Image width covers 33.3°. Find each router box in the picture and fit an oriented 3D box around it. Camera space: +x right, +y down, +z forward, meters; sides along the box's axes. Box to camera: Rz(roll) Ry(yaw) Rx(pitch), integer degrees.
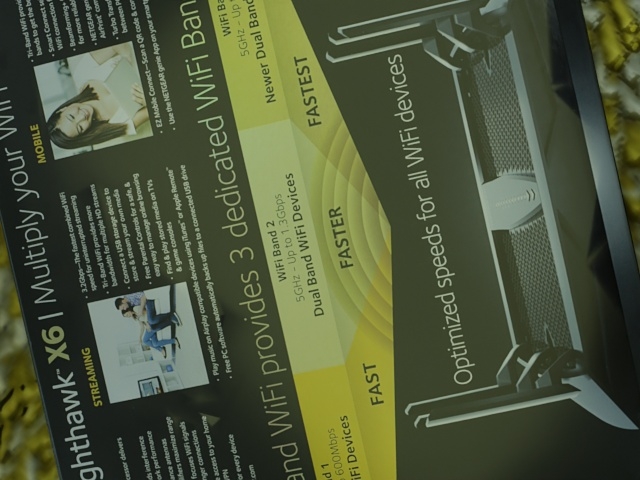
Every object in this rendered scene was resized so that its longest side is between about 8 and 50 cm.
[{"bbox_3d":[0.000,0.000,0.449,0.243,0.081,0.309,-12,91,8],"label":"router box"}]
